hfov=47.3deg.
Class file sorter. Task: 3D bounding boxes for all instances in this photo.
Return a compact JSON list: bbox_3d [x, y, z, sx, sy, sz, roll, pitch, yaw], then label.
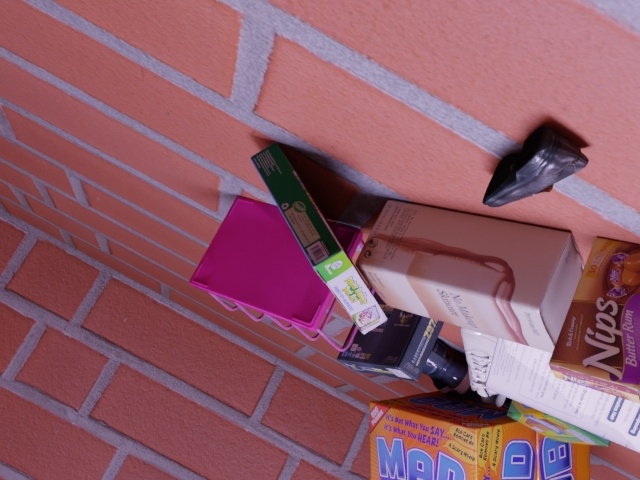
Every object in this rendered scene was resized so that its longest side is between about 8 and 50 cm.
[{"bbox_3d":[-0.059,0.072,1.429,0.290,0.202,0.182,16,160,30],"label":"file sorter"}]

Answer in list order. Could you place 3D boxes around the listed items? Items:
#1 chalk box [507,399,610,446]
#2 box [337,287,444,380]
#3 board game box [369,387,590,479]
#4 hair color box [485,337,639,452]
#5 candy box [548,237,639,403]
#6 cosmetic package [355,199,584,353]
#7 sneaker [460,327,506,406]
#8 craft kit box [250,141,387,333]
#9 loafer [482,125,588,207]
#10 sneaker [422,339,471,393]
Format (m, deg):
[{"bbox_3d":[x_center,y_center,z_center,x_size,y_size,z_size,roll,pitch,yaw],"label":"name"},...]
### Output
[{"bbox_3d":[0.485,0.306,1.398,0.132,0.132,0.213,30,162,-9],"label":"chalk box"},{"bbox_3d":[0.144,0.175,1.445,0.059,0.183,0.232,36,161,-22],"label":"box"},{"bbox_3d":[0.359,0.551,1.674,0.356,0.357,0.356,0,178,-33],"label":"board game box"},{"bbox_3d":[0.448,0.209,1.131,0.347,0.105,0.174,21,132,22],"label":"hair color box"},{"bbox_3d":[0.369,0.095,0.908,0.109,0.187,0.053,14,157,36],"label":"candy box"},{"bbox_3d":[0.222,0.050,1.086,0.296,0.129,0.153,12,154,38],"label":"cosmetic package"},{"bbox_3d":[0.340,0.243,1.462,0.110,0.118,0.292,16,157,36],"label":"sneaker"},{"bbox_3d":[0.000,0.000,1.180,0.250,0.061,0.247,59,180,35],"label":"craft kit box"},{"bbox_3d":[0.242,-0.071,0.849,0.061,0.062,0.170,24,163,-5],"label":"loafer"},{"bbox_3d":[0.268,0.292,1.750,0.163,0.086,0.226,33,167,2],"label":"sneaker"}]
